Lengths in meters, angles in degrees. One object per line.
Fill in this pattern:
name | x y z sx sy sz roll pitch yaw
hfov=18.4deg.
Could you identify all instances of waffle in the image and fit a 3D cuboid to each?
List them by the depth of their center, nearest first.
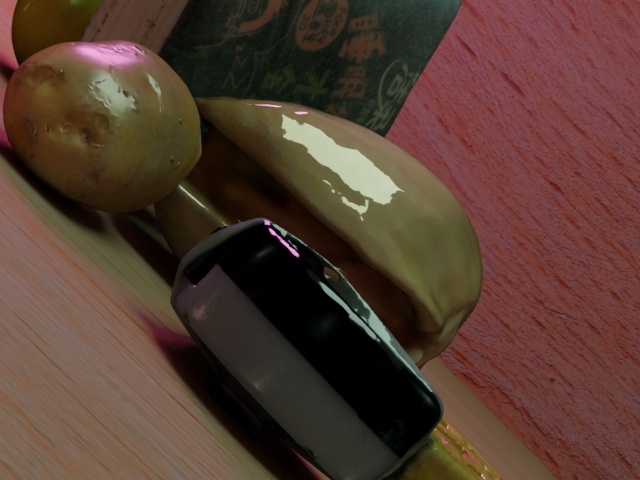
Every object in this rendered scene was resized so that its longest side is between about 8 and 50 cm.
waffle | 0.110 0.200 1.679 0.221 0.055 0.248 44 3 -25

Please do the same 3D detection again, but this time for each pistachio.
pistachio | 0.000 0.000 1.523 0.318 0.193 0.214 41 1 -33

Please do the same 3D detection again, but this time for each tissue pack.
tissue pack | -0.048 -0.146 1.599 0.315 0.228 0.103 6 34 -51

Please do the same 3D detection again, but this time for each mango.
mango | -0.169 -0.151 1.717 0.175 0.143 0.293 14 -18 13

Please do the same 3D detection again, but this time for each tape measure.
tape measure | -0.012 0.072 1.226 0.182 0.107 0.181 47 0 22

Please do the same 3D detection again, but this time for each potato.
potato | -0.149 -0.078 1.340 0.109 0.119 0.178 4 2 22
